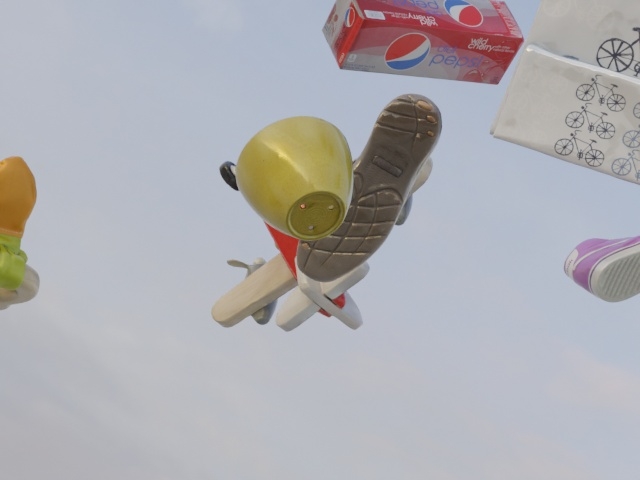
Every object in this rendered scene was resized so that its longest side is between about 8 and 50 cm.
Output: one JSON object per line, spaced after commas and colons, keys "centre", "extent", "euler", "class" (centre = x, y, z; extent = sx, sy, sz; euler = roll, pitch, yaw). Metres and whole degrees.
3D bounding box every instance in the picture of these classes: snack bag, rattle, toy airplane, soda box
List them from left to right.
{"centre": [-0.371, 0.012, 1.228], "extent": [0.130, 0.142, 0.199], "euler": [-7, -15, -16], "class": "rattle"}
{"centre": [0.000, 0.000, 1.995], "extent": [0.386, 0.384, 0.272], "euler": [11, -9, 36], "class": "toy airplane"}
{"centre": [0.142, -0.279, 1.528], "extent": [0.263, 0.083, 0.092], "euler": [1, -42, -28], "class": "soda box"}
{"centre": [0.496, -0.290, 1.937], "extent": [0.323, 0.342, 0.037], "euler": [22, 3, 21], "class": "snack bag"}

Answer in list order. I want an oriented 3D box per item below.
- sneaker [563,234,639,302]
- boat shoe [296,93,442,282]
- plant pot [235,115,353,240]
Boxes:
{"centre": [0.546, 0.016, 1.895], "extent": [0.161, 0.282, 0.102], "euler": [-146, -134, -69], "class": "sneaker"}
{"centre": [0.080, -0.071, 1.720], "extent": [0.123, 0.324, 0.116], "euler": [37, -3, 6], "class": "boat shoe"}
{"centre": [-0.018, -0.055, 1.234], "extent": [0.134, 0.095, 0.134], "euler": [-10, -50, -12], "class": "plant pot"}
